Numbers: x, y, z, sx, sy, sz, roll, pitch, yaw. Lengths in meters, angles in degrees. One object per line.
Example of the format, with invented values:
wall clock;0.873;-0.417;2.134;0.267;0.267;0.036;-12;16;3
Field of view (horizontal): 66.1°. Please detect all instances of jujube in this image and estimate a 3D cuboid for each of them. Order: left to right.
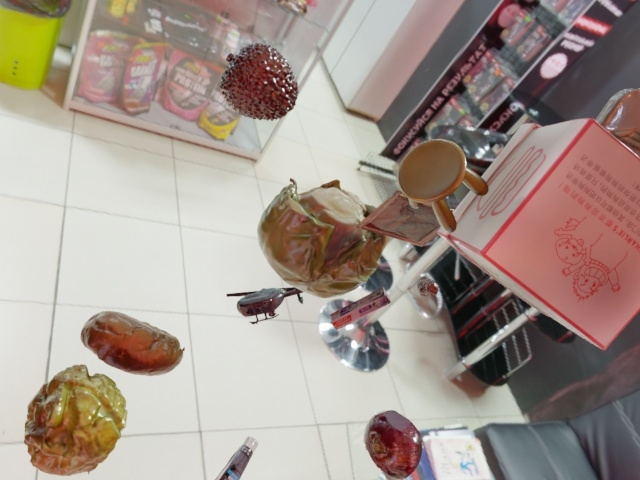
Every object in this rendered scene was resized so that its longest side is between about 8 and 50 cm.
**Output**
jujube;0.458;0.203;2.105;0.077;0.129;0.077;2;83;-13

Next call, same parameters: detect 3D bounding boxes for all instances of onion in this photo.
onion;0.250;0.614;1.528;0.218;0.139;0.195;2;30;-43

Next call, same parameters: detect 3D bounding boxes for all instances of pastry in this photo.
pastry;-0.659;0.359;1.738;0.356;0.356;0.163;26;82;-16

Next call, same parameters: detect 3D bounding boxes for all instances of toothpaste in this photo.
toothpaste;-0.251;0.669;1.457;0.071;0.045;0.193;42;36;-3
toothpaste;0.123;0.213;1.537;0.040;0.196;0.047;56;13;-23

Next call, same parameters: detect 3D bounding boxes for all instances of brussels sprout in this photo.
brussels sprout;-0.004;0.009;1.707;0.425;0.361;0.342;28;38;2

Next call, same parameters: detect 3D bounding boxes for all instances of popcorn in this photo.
popcorn;-0.683;0.505;1.364;0.247;0.282;0.282;37;34;-25

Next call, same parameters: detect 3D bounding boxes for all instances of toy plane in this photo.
toy plane;-0.195;0.233;2.018;0.382;0.106;0.155;-15;28;-2

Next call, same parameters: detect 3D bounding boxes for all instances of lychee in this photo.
lychee;-0.096;-0.256;0.801;0.129;0.123;0.123;15;42;-19

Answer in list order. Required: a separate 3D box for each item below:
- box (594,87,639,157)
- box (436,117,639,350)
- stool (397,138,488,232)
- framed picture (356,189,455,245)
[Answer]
box;0.775;-0.105;1.153;0.396;0.396;0.111;32;24;9
box;0.474;-0.026;0.978;0.314;0.312;0.300;37;6;-5
stool;0.196;-0.091;0.803;0.110;0.135;0.134;35;50;-53
framed picture;0.279;-0.058;1.517;0.273;0.216;0.016;14;56;-26
